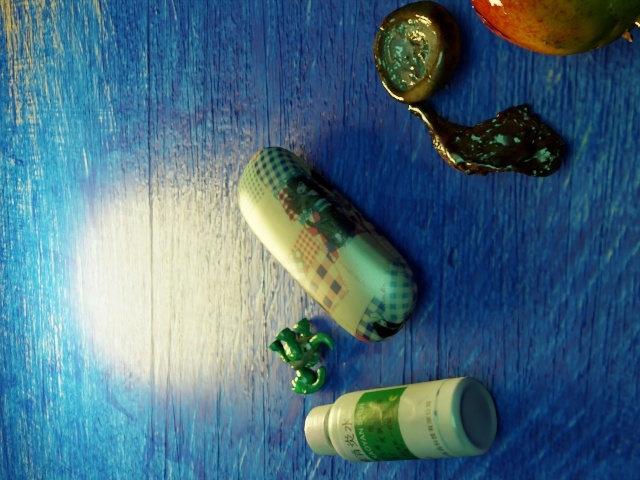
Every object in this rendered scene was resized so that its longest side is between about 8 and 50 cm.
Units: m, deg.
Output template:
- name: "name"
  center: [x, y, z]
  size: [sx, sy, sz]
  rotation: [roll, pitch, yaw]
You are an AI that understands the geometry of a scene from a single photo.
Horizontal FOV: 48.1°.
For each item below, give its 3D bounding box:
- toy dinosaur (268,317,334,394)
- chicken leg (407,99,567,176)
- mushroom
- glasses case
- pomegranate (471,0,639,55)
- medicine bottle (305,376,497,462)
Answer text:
- name: "toy dinosaur"
  center: [-0.020, 0.167, 1.035]
  size: [0.096, 0.059, 0.132]
  rotation: [53, 136, 12]
- name: "chicken leg"
  center: [0.179, -0.115, 0.811]
  size: [0.205, 0.053, 0.093]
  rotation: [13, 83, 33]
- name: "mushroom"
  center: [0.115, -0.221, 0.847]
  size: [0.123, 0.052, 0.123]
  rotation: [8, 101, 49]
- name: "glasses case"
  center: [0.000, 0.000, 0.969]
  size: [0.327, 0.076, 0.125]
  rotation: [46, 122, 27]
- name: "pomegranate"
  center: [0.233, -0.266, 0.636]
  size: [0.235, 0.210, 0.210]
  rotation: [29, 118, 8]
- name: "medicine bottle"
  center: [0.093, 0.233, 0.915]
  size: [0.260, 0.095, 0.095]
  rotation: [-19, 84, 43]
